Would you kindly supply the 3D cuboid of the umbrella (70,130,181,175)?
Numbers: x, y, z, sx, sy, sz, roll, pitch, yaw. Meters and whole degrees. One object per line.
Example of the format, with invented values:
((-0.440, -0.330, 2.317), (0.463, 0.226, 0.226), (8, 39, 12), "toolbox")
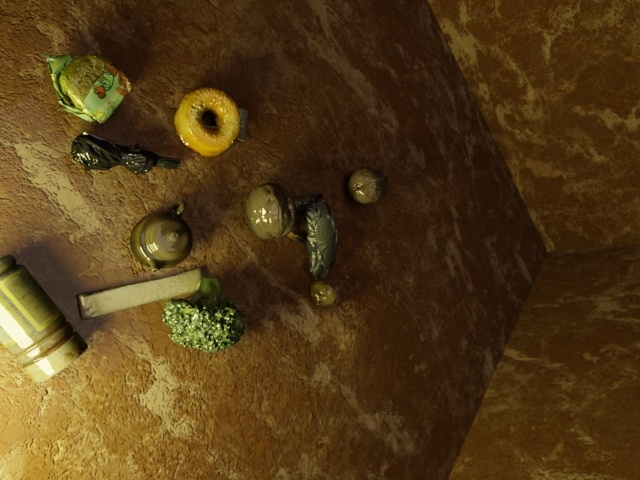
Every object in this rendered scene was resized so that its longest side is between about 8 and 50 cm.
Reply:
((-0.618, -0.270, 1.423), (0.340, 0.118, 0.118), (0, 83, -45), "umbrella")

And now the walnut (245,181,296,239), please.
((-0.191, -0.113, 1.680), (0.224, 0.224, 0.224), (7, 79, -38), "walnut")

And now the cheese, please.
((-0.567, 0.169, 1.434), (0.400, 0.034, 0.085), (-12, 96, -39), "cheese")

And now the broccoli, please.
((-0.388, 0.245, 1.473), (0.248, 0.245, 0.288), (-16, 133, -5), "broccoli")

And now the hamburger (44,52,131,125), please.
((-0.718, -0.484, 1.342), (0.235, 0.125, 0.214), (57, 42, -35), "hamburger")

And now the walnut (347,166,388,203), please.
((0.231, -0.261, 2.068), (0.230, 0.178, 0.178), (-11, 90, -45), "walnut")

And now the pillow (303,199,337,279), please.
((0.000, 0.000, 1.859), (0.161, 0.092, 0.335), (-15, 107, -40), "pillow")

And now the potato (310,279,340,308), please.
((0.024, 0.255, 1.864), (0.172, 0.100, 0.089), (51, 61, -26), "potato")

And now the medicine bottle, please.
((-0.787, 0.206, 1.168), (0.151, 0.151, 0.322), (-41, 109, -35), "medicine bottle")

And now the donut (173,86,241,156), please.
((-0.406, -0.437, 1.610), (0.253, 0.118, 0.253), (-6, 101, -34), "donut")

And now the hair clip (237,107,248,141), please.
((-0.314, -0.456, 1.738), (0.054, 0.022, 0.137), (8, 78, -39), "hair clip")

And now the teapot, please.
((-0.497, -0.015, 1.426), (0.185, 0.175, 0.268), (30, 65, -35), "teapot")

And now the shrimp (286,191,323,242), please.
((-0.069, -0.098, 1.875), (0.262, 0.051, 0.198), (-29, 109, -36), "shrimp")
